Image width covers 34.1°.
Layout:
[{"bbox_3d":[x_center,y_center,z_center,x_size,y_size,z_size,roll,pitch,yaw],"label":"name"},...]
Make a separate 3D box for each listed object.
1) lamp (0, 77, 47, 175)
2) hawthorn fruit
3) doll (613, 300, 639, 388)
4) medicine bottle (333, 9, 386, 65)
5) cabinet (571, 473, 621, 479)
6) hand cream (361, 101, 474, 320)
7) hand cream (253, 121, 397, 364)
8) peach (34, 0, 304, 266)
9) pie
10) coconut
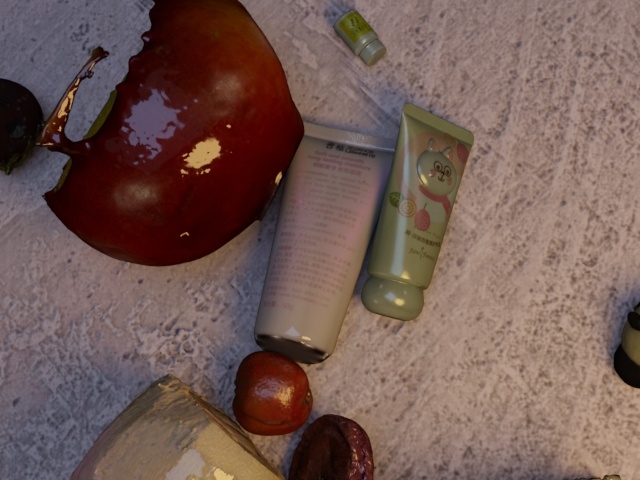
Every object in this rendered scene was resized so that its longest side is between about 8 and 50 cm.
[{"bbox_3d":[-0.517,-0.179,1.645,0.156,0.135,0.157,-17,47,-24],"label":"lamp"},{"bbox_3d":[-0.069,0.221,1.507,0.128,0.128,0.128,-2,80,9],"label":"hawthorn fruit"},{"bbox_3d":[0.518,0.158,1.420,0.234,0.135,0.144,22,86,8],"label":"doll"},{"bbox_3d":[0.062,-0.314,1.617,0.047,0.047,0.083,-39,76,0],"label":"medicine bottle"},{"bbox_3d":[0.242,0.462,1.358,0.317,0.227,0.290,-8,77,7],"label":"cabinet"},{"bbox_3d":[0.137,-0.036,1.531,0.147,0.093,0.306,19,82,-33],"label":"hand cream"},{"bbox_3d":[0.000,0.000,1.549,0.185,0.118,0.359,12,74,13],"label":"hand cream"},{"bbox_3d":[-0.190,-0.148,1.483,0.310,0.335,0.406,34,79,-5],"label":"peach"},{"bbox_3d":[0.013,0.332,1.456,0.049,0.182,0.183,19,81,-31],"label":"pie"},{"bbox_3d":[-0.194,0.353,1.411,0.297,0.297,0.254,42,85,13],"label":"coconut"}]
